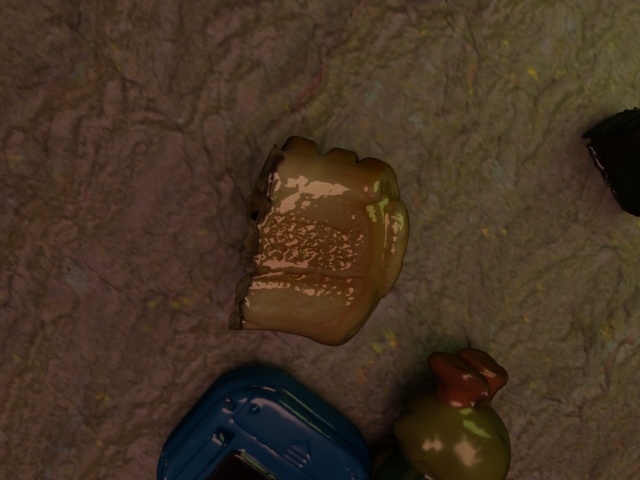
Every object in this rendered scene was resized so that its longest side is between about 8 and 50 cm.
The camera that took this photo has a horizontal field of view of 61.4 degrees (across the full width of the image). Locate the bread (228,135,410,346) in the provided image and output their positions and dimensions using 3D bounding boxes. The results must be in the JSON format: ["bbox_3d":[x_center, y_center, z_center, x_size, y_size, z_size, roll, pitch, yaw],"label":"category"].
[{"bbox_3d":[0.000,0.000,0.851,0.270,0.211,0.315,8,107,-14],"label":"bread"}]

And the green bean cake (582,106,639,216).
[{"bbox_3d":[0.545,-0.127,0.882,0.094,0.173,0.181,-35,98,3],"label":"green bean cake"}]

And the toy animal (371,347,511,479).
[{"bbox_3d":[0.212,0.359,0.910,0.191,0.216,0.338,34,106,34],"label":"toy animal"}]

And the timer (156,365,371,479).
[{"bbox_3d":[-0.096,0.407,0.953,0.340,0.115,0.309,39,97,-11],"label":"timer"}]
